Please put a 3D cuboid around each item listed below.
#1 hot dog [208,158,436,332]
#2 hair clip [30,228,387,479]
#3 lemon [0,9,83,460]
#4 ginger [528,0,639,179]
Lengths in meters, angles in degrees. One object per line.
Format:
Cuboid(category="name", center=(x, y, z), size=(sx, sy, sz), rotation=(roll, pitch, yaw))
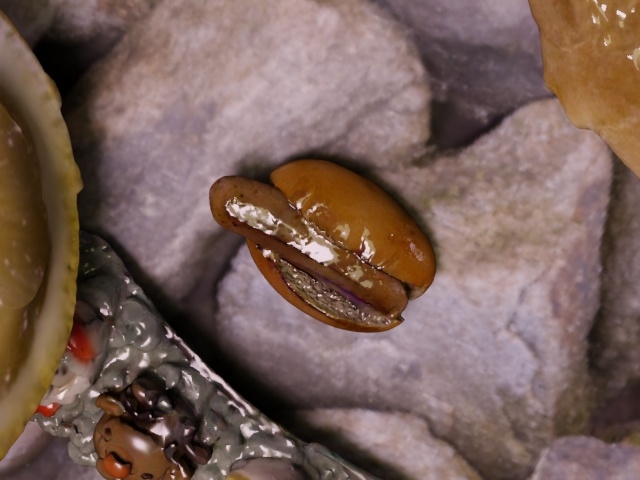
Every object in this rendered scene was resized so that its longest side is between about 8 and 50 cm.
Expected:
Cuboid(category="hot dog", center=(0.002, -0.001, 0.849), size=(0.140, 0.060, 0.090), rotation=(43, 106, -2))
Cuboid(category="hair clip", center=(-0.087, 0.135, 0.895), size=(0.321, 0.091, 0.138), rotation=(38, 114, -3))
Cuboid(category="lemon", center=(-0.339, -0.003, 0.769), size=(0.364, 0.364, 0.364), rotation=(3, 109, 9))
Cuboid(category="ginger", center=(0.150, -0.217, 0.726), size=(0.348, 0.122, 0.363), rotation=(20, 113, 7))
